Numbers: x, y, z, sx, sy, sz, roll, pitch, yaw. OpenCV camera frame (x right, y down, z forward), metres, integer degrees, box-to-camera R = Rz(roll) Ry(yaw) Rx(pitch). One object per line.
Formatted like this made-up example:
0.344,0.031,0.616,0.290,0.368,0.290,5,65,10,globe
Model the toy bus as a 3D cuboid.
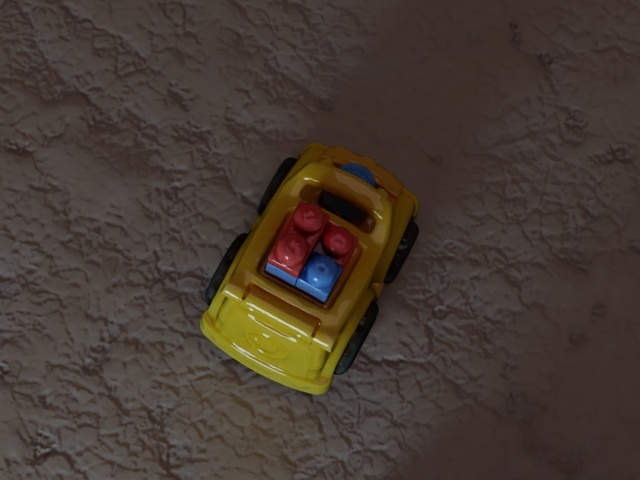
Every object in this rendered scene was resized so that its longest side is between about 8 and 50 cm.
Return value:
0.000,0.000,1.630,0.149,0.211,0.220,28,71,4,toy bus
